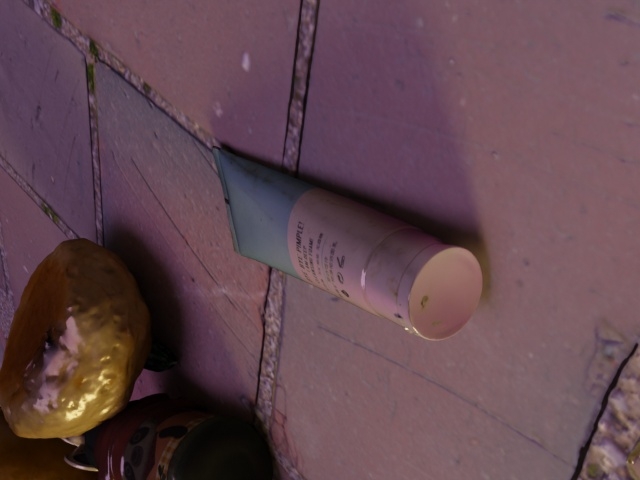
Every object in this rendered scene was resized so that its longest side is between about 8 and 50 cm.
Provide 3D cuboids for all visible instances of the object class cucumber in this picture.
[{"bbox_3d":[-0.228,0.143,1.103,0.168,0.039,0.039,3,114,54],"label":"cucumber"}]

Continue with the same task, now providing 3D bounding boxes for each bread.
[{"bbox_3d":[-0.285,0.121,1.033,0.244,0.134,0.244,-31,48,42],"label":"bread"}]

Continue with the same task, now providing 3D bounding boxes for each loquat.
[{"bbox_3d":[-0.494,0.398,1.394,0.328,0.328,0.359,26,102,42],"label":"loquat"}]

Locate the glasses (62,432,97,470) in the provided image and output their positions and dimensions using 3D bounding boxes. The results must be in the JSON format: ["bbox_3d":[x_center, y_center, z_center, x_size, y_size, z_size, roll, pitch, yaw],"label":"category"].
[{"bbox_3d":[-0.346,0.213,1.227,0.190,0.088,0.220,-149,45,-63],"label":"glasses"}]

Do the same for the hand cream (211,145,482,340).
[{"bbox_3d":[0.000,0.000,0.706,0.312,0.070,0.111,26,133,52],"label":"hand cream"}]

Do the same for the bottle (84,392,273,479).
[{"bbox_3d":[-0.187,0.262,1.021,0.271,0.156,0.143,1,120,48],"label":"bottle"}]
